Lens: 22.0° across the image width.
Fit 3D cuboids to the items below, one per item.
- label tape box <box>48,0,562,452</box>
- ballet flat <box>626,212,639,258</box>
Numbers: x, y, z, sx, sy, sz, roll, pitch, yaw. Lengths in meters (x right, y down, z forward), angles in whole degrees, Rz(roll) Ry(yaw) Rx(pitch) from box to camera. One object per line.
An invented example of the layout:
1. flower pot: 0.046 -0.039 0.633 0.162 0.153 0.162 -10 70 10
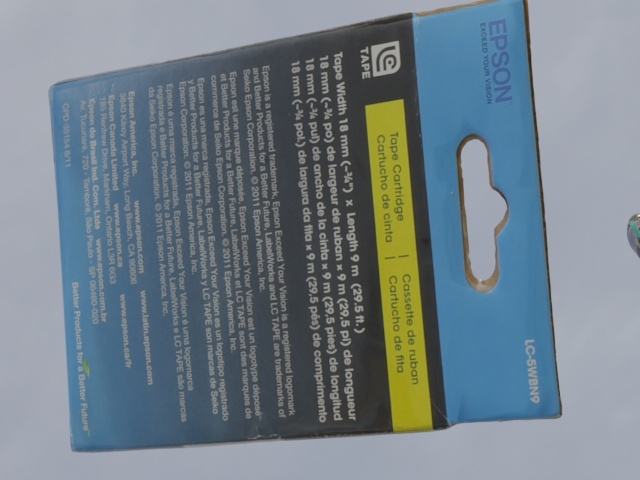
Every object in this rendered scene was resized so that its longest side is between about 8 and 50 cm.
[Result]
1. label tape box: 0.000 0.000 1.008 0.106 0.333 0.241 5 -100 -61
2. ballet flat: 0.234 -0.003 1.066 0.114 0.041 0.041 9 -79 -48
